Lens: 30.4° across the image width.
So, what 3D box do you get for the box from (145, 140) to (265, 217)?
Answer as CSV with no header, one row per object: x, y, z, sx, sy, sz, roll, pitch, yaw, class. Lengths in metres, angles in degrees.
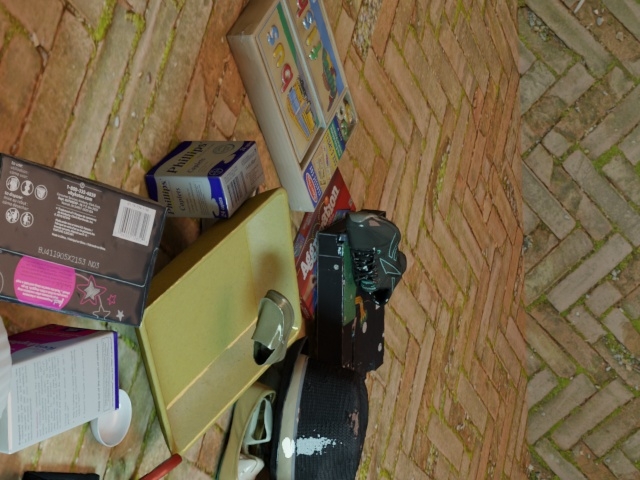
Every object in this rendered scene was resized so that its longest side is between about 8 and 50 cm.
-0.176,-0.095,1.799,0.126,0.137,0.072,-51,135,-51,box

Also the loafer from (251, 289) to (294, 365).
-0.077,0.143,1.843,0.050,0.056,0.148,-41,144,-43,loafer

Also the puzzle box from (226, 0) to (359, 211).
-0.039,-0.289,2.160,0.272,0.052,0.409,-63,147,-38,puzzle box

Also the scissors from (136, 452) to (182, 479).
-0.268,0.353,1.655,0.021,0.109,0.297,58,6,5,scissors

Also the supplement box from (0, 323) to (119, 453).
-0.362,0.182,1.481,0.220,0.111,0.114,-18,110,-63,supplement box

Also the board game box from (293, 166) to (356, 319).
0.000,0.000,2.317,0.145,0.027,0.281,63,40,-47,board game box

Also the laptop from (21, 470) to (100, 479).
-0.338,0.429,1.544,0.264,0.136,0.234,27,70,-63,laptop

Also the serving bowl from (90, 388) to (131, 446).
-0.308,0.256,1.704,0.083,0.027,0.083,4,90,-65,serving bowl

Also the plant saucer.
-0.168,0.115,1.811,0.333,0.081,0.333,-44,146,-34,plant saucer

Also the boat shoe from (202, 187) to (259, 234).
-0.139,-0.032,1.936,0.079,0.095,0.255,2,94,-65,boat shoe

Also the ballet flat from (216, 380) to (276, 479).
-0.127,0.360,2.051,0.080,0.073,0.232,32,66,-61,ballet flat

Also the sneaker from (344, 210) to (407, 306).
0.105,0.034,2.246,0.267,0.101,0.106,56,47,-56,sneaker

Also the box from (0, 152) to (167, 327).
-0.332,-0.002,1.404,0.247,0.142,0.163,19,80,-47,box

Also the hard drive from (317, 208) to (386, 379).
0.063,0.123,2.375,0.237,0.064,0.339,-31,124,-62,hard drive

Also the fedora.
0.005,0.347,2.153,0.334,0.152,0.334,6,90,-82,fedora

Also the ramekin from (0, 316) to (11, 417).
-0.433,0.126,1.165,0.127,0.272,0.273,-24,116,-75,ramekin
